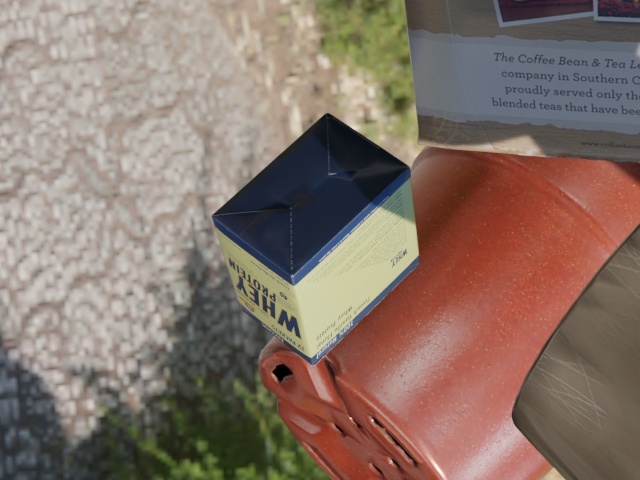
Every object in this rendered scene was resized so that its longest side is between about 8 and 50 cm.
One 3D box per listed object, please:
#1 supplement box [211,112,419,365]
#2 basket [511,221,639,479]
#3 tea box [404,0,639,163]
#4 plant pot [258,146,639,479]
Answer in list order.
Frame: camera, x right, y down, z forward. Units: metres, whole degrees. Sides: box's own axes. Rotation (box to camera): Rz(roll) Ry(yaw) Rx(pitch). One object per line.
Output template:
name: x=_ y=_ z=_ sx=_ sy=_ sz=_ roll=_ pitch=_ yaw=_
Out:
supplement box: x=0.000 y=0.000 z=0.728 sx=0.083 sy=0.056 sz=0.083 roll=-43 pitch=150 yaw=-20
basket: x=0.193 y=0.086 z=0.510 sx=0.154 sy=0.227 sz=0.204 roll=-28 pitch=151 yaw=-46
tea box: x=0.246 y=-0.215 z=0.900 sx=0.323 sy=0.329 sz=0.220 roll=-58 pitch=147 yaw=-49
plant pot: x=0.113 y=0.065 z=1.080 sx=0.265 sy=0.272 sz=0.272 roll=-44 pitch=136 yaw=-22
